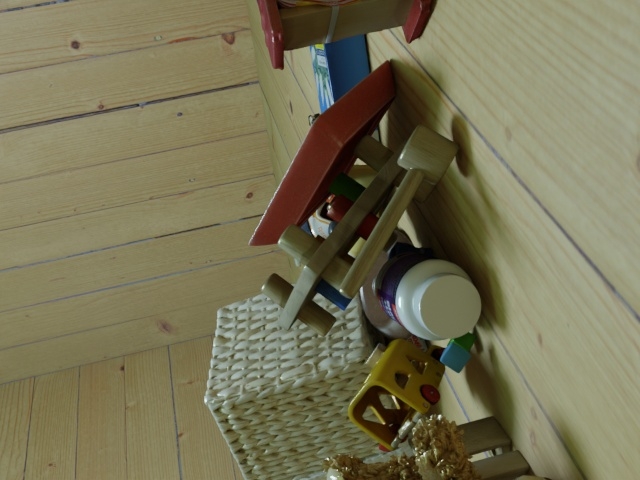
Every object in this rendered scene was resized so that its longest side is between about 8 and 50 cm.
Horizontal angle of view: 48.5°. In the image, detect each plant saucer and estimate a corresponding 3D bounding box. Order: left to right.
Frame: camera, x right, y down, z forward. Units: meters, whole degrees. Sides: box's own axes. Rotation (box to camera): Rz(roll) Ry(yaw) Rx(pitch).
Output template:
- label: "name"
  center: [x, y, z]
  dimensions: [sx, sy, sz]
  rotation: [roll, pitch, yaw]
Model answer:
- label: "plant saucer"
  center: [0.015, -0.122, 1.074]
  dimensions: [0.048, 0.259, 0.258]
  rotation: [37, 131, 5]
- label: "plant saucer"
  center: [0.114, 0.081, 1.248]
  dimensions: [0.199, 0.036, 0.198]
  rotation: [177, 90, -66]

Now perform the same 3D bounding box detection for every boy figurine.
- label: "boy figurine"
  center: [0.068, -0.046, 1.329]
  dimensions: [0.285, 0.092, 0.177]
  rotation: [101, 178, -67]

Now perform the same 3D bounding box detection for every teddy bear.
- label: "teddy bear"
  center: [0.151, 0.320, 0.831]
  dimensions: [0.338, 0.113, 0.245]
  rotation: [-33, 85, 40]

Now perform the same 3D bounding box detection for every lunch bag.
- label: "lunch bag"
  center: [0.140, 0.045, 1.113]
  dimensions: [0.098, 0.065, 0.067]
  rotation: [106, 176, -78]

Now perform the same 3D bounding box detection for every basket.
- label: "basket"
  center: [-0.019, 0.268, 1.387]
  dimensions: [0.328, 0.332, 0.266]
  rotation: [-94, -15, -60]

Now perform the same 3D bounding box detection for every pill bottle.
- label: "pill bottle"
  center: [0.145, 0.075, 0.962]
  dimensions: [0.193, 0.108, 0.108]
  rotation: [-158, 55, -81]

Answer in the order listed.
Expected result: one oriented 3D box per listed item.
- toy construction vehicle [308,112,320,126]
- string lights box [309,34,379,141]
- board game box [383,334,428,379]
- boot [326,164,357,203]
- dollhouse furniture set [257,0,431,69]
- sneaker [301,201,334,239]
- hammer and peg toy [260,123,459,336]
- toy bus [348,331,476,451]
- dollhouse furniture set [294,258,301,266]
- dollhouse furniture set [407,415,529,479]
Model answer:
- label: "toy construction vehicle"
  center: [0.005, -0.270, 1.758]
  dimensions: [0.086, 0.035, 0.098]
  rotation: [57, 163, 40]
- label: "string lights box"
  center: [0.039, -0.287, 1.271]
  dimensions: [0.133, 0.077, 0.259]
  rotation: [-126, 24, -69]
- label: "board game box"
  center: [0.150, 0.170, 1.329]
  dimensions: [0.146, 0.045, 0.193]
  rotation: [90, 165, -59]
- label: "boot"
  center: [0.054, -0.074, 1.503]
  dimensions: [0.059, 0.085, 0.157]
  rotation: [-175, 71, -81]
- label: "dollhouse furniture set"
  center: [0.029, -0.343, 0.771]
  dimensions: [0.374, 0.202, 0.152]
  rotation: [113, 144, -78]
- label: "sneaker"
  center: [0.023, -0.081, 1.634]
  dimensions: [0.126, 0.128, 0.321]
  rotation: [51, -149, -26]
- label: "hammer and peg toy"
  center: [0.039, -0.019, 0.986]
  dimensions: [0.127, 0.266, 0.361]
  rotation: [36, 155, 5]
- label: "toy bus"
  center: [0.114, 0.193, 1.005]
  dimensions: [0.104, 0.191, 0.202]
  rotation: [35, 165, 6]
- label: "dollhouse furniture set"
  center: [-0.011, -0.001, 1.923]
  dimensions: [0.184, 0.130, 0.128]
  rotation: [-157, 55, -82]
- label: "dollhouse furniture set"
  center: [0.203, 0.346, 0.928]
  dimensions: [0.144, 0.123, 0.151]
  rotation: [-120, 19, -67]
